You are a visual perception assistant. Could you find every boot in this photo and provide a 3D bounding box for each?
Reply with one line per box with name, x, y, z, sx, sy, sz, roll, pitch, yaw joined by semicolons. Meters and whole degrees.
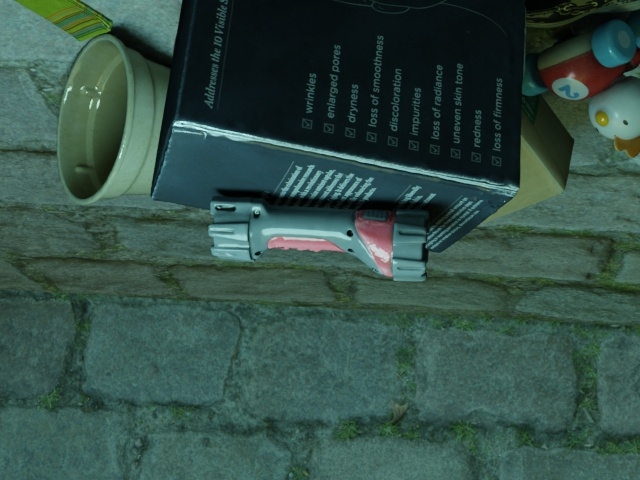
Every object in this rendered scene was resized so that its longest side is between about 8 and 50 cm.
boot;0.402;-0.423;1.564;0.237;0.085;0.178;-6;155;13

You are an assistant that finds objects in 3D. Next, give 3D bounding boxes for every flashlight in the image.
flashlight;0.000;0.000;1.410;0.304;0.103;0.103;2;164;9

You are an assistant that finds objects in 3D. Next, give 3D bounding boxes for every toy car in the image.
toy car;0.491;-0.247;1.710;0.210;0.237;0.219;-27;-173;-34

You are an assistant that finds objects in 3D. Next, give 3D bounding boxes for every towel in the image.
towel;-0.506;-0.438;1.851;0.102;0.021;0.237;-12;152;38

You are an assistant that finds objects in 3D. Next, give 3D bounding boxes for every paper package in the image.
paper package;0.269;-0.196;1.898;0.310;0.168;0.325;-22;125;35

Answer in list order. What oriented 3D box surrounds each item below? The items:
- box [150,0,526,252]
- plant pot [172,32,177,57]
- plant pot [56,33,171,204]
box;0.027;-0.278;1.484;0.472;0.479;0.297;11;159;-13
plant pot;-0.159;-0.335;1.820;0.180;0.201;0.201;15;163;18
plant pot;-0.324;-0.221;2.026;0.306;0.333;0.334;6;163;-37
